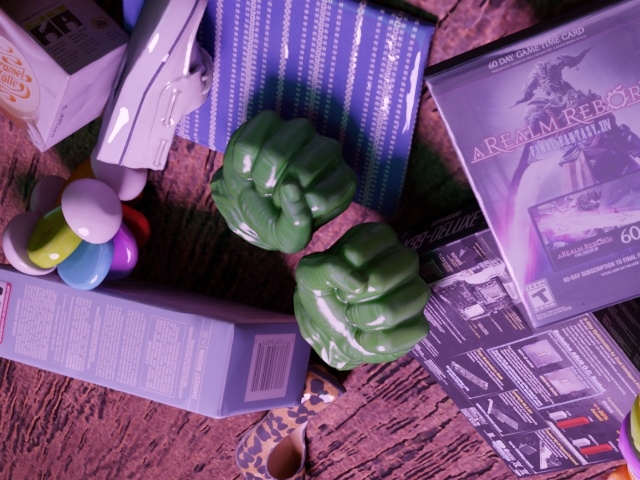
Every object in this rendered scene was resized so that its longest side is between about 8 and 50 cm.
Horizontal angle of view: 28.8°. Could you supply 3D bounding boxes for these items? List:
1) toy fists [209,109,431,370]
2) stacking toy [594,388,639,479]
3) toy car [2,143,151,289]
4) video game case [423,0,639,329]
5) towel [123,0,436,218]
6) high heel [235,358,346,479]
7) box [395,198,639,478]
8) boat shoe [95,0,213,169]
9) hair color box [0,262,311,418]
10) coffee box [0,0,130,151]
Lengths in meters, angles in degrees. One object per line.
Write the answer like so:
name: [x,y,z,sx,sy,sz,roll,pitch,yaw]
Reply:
toy fists: [0.000,0.000,1.231,0.279,0.096,0.142,56,135,5]
stacking toy: [0.332,0.176,1.125,0.165,0.175,0.302,18,132,-16]
toy car: [-0.263,-0.017,1.439,0.159,0.182,0.136,-26,116,32]
video game case: [0.229,-0.062,1.070,0.196,0.026,0.274,-20,118,15]
towel: [-0.054,-0.172,1.246,0.336,0.040,0.243,22,137,15]
high heel: [-0.019,0.263,1.595,0.186,0.093,0.261,3,124,38]
box: [0.212,0.100,1.274,0.307,0.076,0.242,49,140,-14]
boat shoe: [-0.148,-0.162,1.225,0.088,0.096,0.267,14,134,-18]
hair color box: [-0.217,0.112,1.504,0.374,0.185,0.114,12,93,29]
coffee box: [-0.329,-0.234,1.305,0.246,0.098,0.141,45,141,5]
